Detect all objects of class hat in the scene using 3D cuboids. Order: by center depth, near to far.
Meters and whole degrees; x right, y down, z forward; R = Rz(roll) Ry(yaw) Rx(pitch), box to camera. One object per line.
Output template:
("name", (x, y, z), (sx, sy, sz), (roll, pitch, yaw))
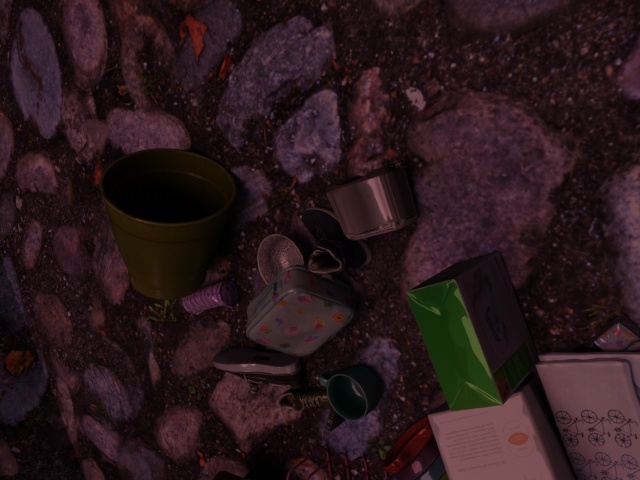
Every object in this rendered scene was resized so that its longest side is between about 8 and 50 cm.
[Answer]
("hat", (-0.174, 0.808, 1.888), (0.332, 0.134, 0.331), (16, 127, 22))

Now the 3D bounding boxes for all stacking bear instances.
("stacking bear", (0.308, 0.581, 1.429), (0.289, 0.175, 0.164), (44, 167, 8))

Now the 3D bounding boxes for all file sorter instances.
("file sorter", (0.077, 0.697, 1.613), (0.291, 0.202, 0.182), (-2, 100, 39))

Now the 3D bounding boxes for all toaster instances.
("toaster", (0.129, -0.092, 1.397), (0.227, 0.129, 0.146), (-15, 97, 38))

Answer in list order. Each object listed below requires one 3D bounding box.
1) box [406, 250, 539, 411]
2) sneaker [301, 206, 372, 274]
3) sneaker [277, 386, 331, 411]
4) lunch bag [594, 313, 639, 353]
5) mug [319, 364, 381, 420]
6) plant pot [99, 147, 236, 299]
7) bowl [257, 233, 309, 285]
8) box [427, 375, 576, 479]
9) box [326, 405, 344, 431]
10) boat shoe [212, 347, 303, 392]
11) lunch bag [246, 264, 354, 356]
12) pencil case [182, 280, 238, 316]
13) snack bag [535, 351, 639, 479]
("box", (0.323, 0.184, 1.250), (0.127, 0.231, 0.261), (-21, 89, 41))
("sneaker", (0.001, -0.001, 1.501), (0.226, 0.163, 0.086), (38, 125, 26))
("sneaker", (-0.041, 0.464, 1.714), (0.192, 0.086, 0.064), (-5, 99, 39))
("lunch bag", (0.591, 0.197, 1.158), (0.083, 0.053, 0.071), (42, 127, 10))
("mug", (0.088, 0.386, 1.582), (0.157, 0.097, 0.129), (52, 128, 16))
("plant pot", (-0.448, -0.026, 1.762), (0.366, 0.367, 0.352), (36, 134, 26))
("bowl", (-0.085, 0.056, 1.638), (0.170, 0.080, 0.170), (13, 111, 36))
("box", (0.403, 0.493, 1.258), (0.215, 0.168, 0.345), (-23, 78, 26))
("box", (0.049, 0.482, 1.660), (0.018, 0.067, 0.083), (27, 119, 31))
("boat shoe", (-0.188, 0.393, 1.799), (0.307, 0.113, 0.104), (-3, 107, 23))
("lunch bag", (-0.060, 0.182, 1.564), (0.279, 0.224, 0.107), (-46, 29, 37))
("pencil case", (-0.350, 0.183, 1.880), (0.206, 0.086, 0.088), (-18, 79, 41))
("snack bag", (0.627, 0.359, 1.152), (0.343, 0.037, 0.322), (-12, 104, 40))
